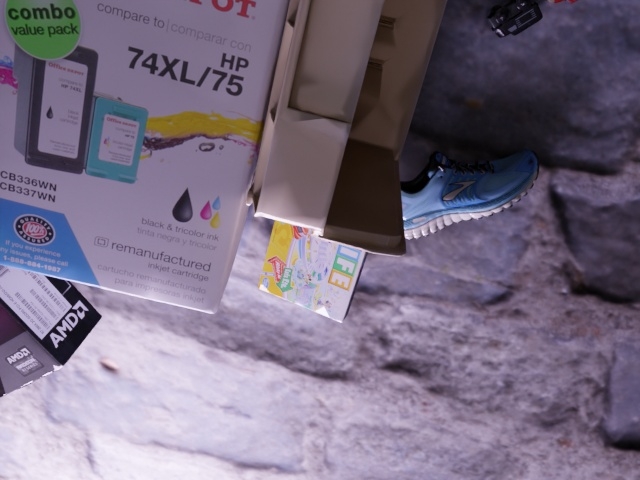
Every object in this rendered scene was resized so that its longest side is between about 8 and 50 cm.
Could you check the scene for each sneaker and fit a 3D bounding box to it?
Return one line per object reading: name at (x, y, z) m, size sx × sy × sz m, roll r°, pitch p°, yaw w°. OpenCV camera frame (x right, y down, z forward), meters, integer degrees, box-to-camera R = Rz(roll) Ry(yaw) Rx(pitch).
sneaker at (0.140, -0.059, 0.625) m, size 0.162 × 0.063 × 0.073 m, roll -21°, pitch 109°, yaw 10°

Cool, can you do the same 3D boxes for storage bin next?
storage bin at (0.043, -0.162, 0.474) m, size 0.123 × 0.260 × 0.262 m, roll 15°, pitch 114°, yaw -1°

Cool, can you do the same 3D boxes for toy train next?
toy train at (0.229, -0.235, 0.562) m, size 0.158 × 0.027 × 0.036 m, roll -30°, pitch 114°, yaw 14°

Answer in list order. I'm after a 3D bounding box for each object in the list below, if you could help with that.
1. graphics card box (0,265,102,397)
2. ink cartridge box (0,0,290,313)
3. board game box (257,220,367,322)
graphics card box at (-0.437, 0.011, 0.630) m, size 0.232 × 0.094 × 0.371 m, roll -26°, pitch 113°, yaw 24°
ink cartridge box at (-0.143, -0.118, 0.527) m, size 0.198 × 0.197 × 0.270 m, roll 13°, pitch 113°, yaw -6°
board game box at (0.000, 0.000, 0.656) m, size 0.103 × 0.026 × 0.154 m, roll 20°, pitch 114°, yaw 11°
